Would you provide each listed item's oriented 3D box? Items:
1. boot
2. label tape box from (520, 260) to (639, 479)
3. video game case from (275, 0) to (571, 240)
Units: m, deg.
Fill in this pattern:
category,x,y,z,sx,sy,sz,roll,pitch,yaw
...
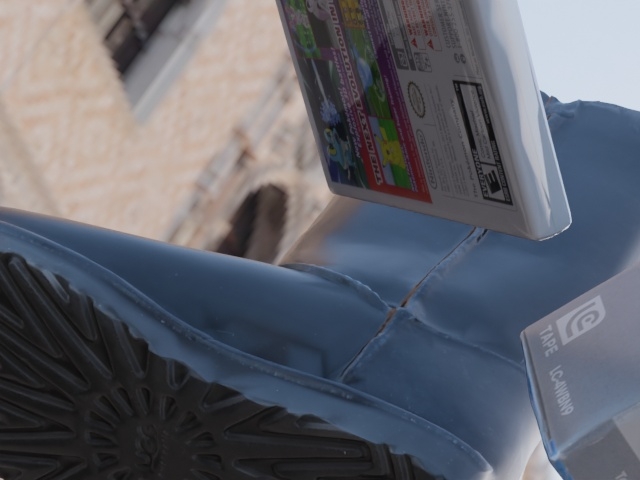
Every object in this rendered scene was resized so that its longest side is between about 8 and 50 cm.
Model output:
category,x,y,z,sx,sy,sz,roll,pitch,yaw
boot,0.002,0.001,1.139,0.367,0.445,0.146,25,-54,12
label tape box,0.294,0.066,0.798,0.249,0.348,0.115,54,15,-22
video game case,0.027,-0.106,0.827,0.183,0.023,0.201,16,-55,62
